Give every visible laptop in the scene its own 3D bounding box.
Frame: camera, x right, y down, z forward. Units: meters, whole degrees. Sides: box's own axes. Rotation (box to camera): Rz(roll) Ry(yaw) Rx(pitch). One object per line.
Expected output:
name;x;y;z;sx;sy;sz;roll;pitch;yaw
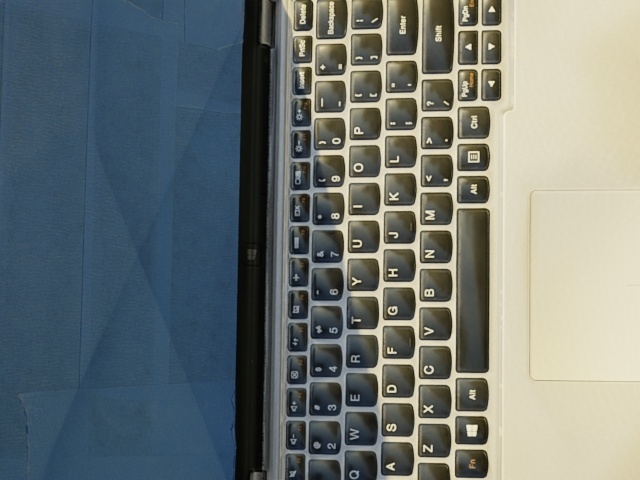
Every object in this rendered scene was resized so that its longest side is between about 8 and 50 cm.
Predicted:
laptop;0.000;0.000;0.896;0.236;0.408;0.381;28;-118;-79
